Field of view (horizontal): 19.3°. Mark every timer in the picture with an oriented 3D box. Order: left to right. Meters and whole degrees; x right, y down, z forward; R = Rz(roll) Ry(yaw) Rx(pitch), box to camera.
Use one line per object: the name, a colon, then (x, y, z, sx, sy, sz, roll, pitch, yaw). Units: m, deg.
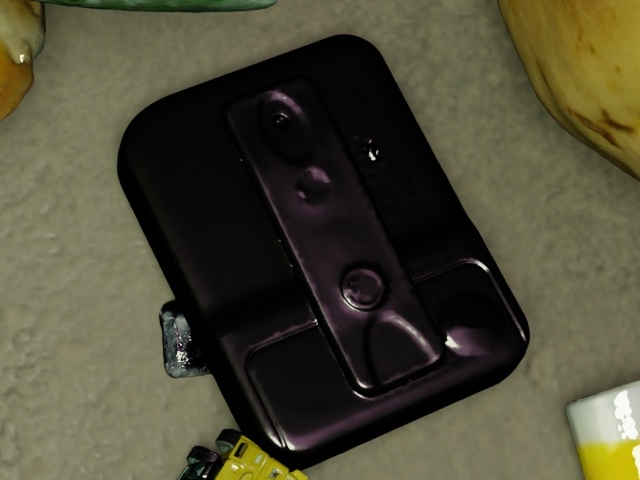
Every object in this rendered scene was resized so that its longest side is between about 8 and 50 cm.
timer: (0.000, 0.000, 0.880, 0.144, 0.055, 0.187, -22, 74, -18)

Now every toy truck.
toy truck: (-0.039, 0.120, 0.836, 0.054, 0.083, 0.049, 36, 68, -7)

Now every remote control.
remote control: (-0.028, 0.044, 0.895, 0.096, 0.014, 0.039, -3, 77, -14)

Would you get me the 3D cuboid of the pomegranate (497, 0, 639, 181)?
pomegranate: (0.217, -0.174, 0.862, 0.332, 0.332, 0.332, 3, 76, -13)

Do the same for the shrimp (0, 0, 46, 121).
shrimp: (-0.319, -0.175, 0.817, 0.445, 0.085, 0.272, 29, 45, 1)

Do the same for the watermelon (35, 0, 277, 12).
watermelon: (-0.120, -0.228, 0.682, 0.228, 0.387, 0.258, 16, 75, 22)

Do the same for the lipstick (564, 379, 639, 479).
lipstick: (0.179, 0.196, 0.887, 0.059, 0.059, 0.264, -13, 81, -17)
